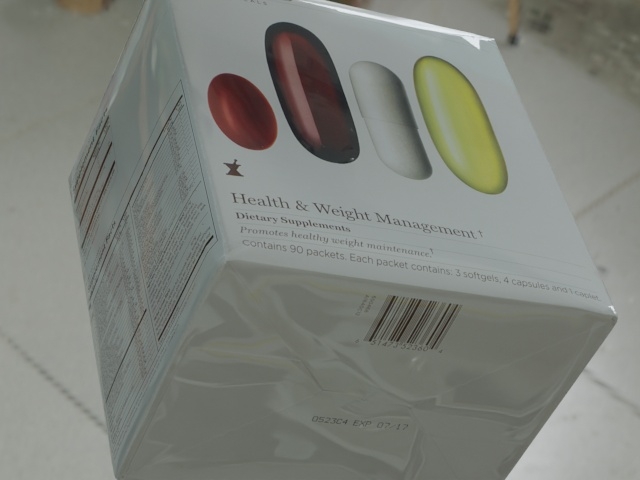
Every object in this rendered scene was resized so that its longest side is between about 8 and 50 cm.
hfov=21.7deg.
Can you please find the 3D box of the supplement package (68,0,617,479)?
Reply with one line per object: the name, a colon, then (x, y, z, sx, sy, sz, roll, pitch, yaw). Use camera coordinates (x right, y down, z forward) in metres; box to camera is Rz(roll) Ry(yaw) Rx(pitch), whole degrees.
supplement package: (0.000, 0.000, 0.804, 0.194, 0.149, 0.203, 9, 41, -25)
